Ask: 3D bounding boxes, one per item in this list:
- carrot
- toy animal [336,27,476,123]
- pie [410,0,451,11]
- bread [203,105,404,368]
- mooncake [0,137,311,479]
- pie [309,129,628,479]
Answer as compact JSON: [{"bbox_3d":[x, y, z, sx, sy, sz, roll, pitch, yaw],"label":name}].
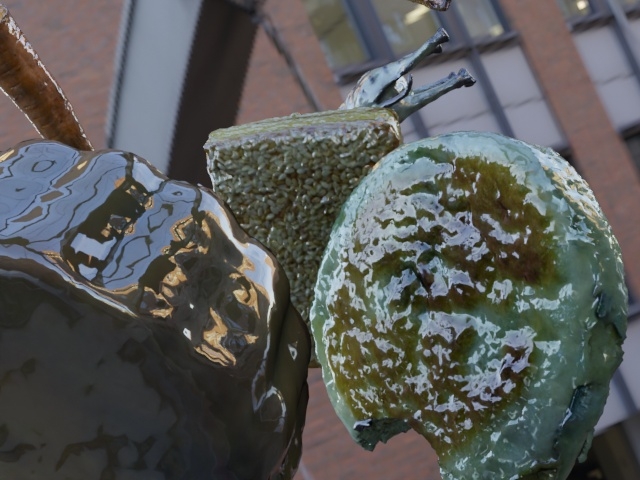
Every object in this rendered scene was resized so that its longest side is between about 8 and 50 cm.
[{"bbox_3d":[-0.264,-0.122,1.221,0.057,0.224,0.057,-22,34,16],"label":"carrot"},{"bbox_3d":[0.062,-0.138,1.283,0.176,0.073,0.217,-34,2,1],"label":"toy animal"},{"bbox_3d":[0.065,-0.285,1.279,0.191,0.088,0.033,18,-15,38],"label":"pie"},{"bbox_3d":[0.000,0.000,1.178,0.184,0.234,0.110,-6,14,2],"label":"bread"},{"bbox_3d":[-0.143,0.080,0.741,0.290,0.290,0.161,-27,22,31],"label":"mooncake"},{"bbox_3d":[0.107,0.058,0.968,0.067,0.303,0.302,1,-23,-45],"label":"pie"}]
